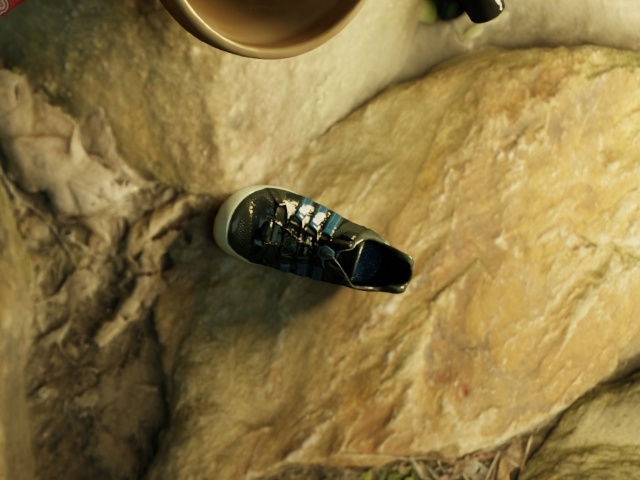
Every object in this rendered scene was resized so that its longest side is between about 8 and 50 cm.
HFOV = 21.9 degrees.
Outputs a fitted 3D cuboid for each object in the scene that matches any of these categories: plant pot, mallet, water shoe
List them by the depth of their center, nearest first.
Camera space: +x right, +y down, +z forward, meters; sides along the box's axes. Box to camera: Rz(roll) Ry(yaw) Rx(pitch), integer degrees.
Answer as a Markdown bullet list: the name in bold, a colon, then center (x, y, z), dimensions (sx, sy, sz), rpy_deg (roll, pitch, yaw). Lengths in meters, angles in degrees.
- **plant pot**: center (-0.063, -0.268, 1.322), dimensions (0.237, 0.110, 0.237), rpy_deg (-11, 107, -37)
- **water shoe**: center (0.000, 0.000, 1.463), dimensions (0.203, 0.080, 0.073), rpy_deg (14, 93, -40)
- **mallet**: center (0.196, -0.277, 1.579), dimensions (0.190, 0.039, 0.062), rpy_deg (-39, 122, -29)

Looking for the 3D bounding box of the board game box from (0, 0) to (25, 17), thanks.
- **board game box**: center (-0.253, -0.297, 1.214), dimensions (0.124, 0.039, 0.259), rpy_deg (-39, 126, -23)
